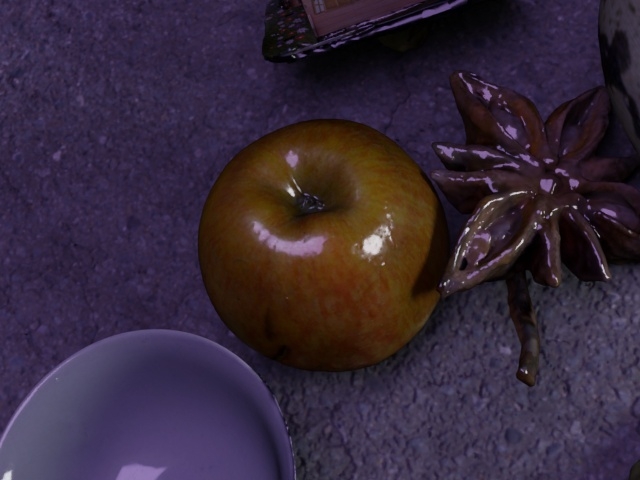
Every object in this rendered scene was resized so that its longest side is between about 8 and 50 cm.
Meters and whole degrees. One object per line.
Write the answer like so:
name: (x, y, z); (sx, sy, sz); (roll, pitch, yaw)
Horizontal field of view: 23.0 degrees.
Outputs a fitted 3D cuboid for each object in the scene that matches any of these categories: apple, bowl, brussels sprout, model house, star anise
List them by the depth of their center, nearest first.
bowl: (-0.159, 0.274, 1.593); (0.345, 0.157, 0.345); (-7, 67, 17)
star anise: (0.224, -0.031, 1.608); (0.292, 0.109, 0.349); (-19, 66, -14)
apple: (0.000, 0.000, 1.610); (0.264, 0.264, 0.264); (-5, 69, 14)
model house: (0.055, -0.328, 1.718); (0.294, 0.154, 0.207); (-17, 30, 10)
brussels sprout: (0.100, -0.247, 1.773); (0.085, 0.085, 0.058); (-40, 97, -1)

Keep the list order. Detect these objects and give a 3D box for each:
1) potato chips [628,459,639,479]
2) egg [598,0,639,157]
potato chips: (0.494, 0.225, 1.417); (0.389, 0.097, 0.373); (-28, 33, -1)
egg: (0.426, -0.172, 1.529); (0.287, 0.287, 0.379); (-27, 76, 5)
